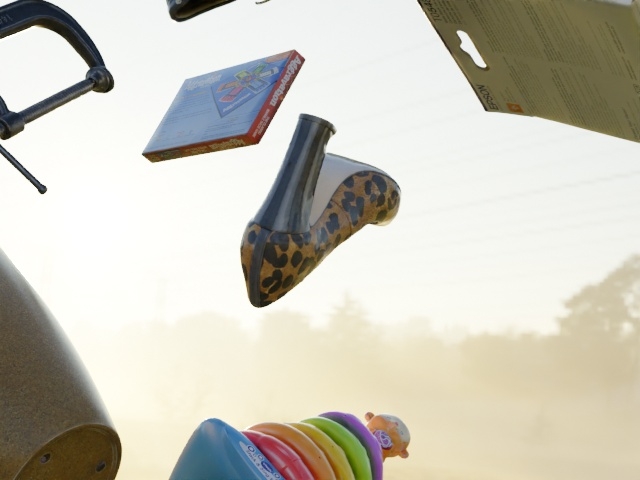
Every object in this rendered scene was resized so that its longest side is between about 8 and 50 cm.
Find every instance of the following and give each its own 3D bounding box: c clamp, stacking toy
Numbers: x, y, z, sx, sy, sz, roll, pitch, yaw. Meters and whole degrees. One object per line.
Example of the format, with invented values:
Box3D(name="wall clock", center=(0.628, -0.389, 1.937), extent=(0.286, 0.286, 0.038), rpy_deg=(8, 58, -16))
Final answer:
Box3D(name="c clamp", center=(-0.206, -0.113, 0.853), extent=(0.137, 0.160, 0.022), rpy_deg=(42, -50, -2))
Box3D(name="stacking toy", center=(0.002, 0.241, 1.216), extent=(0.175, 0.165, 0.302), rpy_deg=(45, 36, 22))

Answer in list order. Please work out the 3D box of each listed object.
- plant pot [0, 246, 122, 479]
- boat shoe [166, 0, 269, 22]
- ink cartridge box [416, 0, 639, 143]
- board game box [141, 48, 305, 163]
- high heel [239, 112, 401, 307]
Box3D(name="plant pot", center=(-0.292, 0.139, 1.001), extent=(0.254, 0.237, 0.237), rpy_deg=(32, 9, 31))
Box3D(name="boat shoe", center=(-0.085, -0.346, 1.497), extent=(0.255, 0.079, 0.095), rpy_deg=(-14, -16, 12))
Box3D(name="ink cartridge box", center=(0.208, -0.169, 1.025), extent=(0.224, 0.045, 0.223), rpy_deg=(18, -18, 37))
Box3D(name="board game box", center=(-0.141, -0.184, 1.647), extent=(0.027, 0.145, 0.281), rpy_deg=(38, -23, -30))
Box3D(name="high heel", center=(0.000, 0.000, 1.192), extent=(0.093, 0.186, 0.261), rpy_deg=(16, -9, 26))
